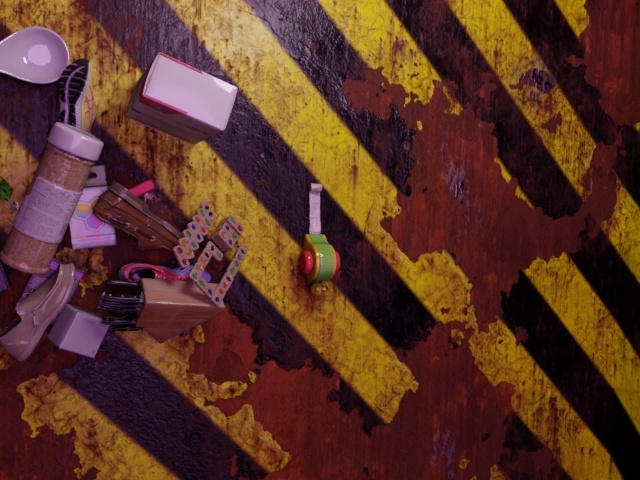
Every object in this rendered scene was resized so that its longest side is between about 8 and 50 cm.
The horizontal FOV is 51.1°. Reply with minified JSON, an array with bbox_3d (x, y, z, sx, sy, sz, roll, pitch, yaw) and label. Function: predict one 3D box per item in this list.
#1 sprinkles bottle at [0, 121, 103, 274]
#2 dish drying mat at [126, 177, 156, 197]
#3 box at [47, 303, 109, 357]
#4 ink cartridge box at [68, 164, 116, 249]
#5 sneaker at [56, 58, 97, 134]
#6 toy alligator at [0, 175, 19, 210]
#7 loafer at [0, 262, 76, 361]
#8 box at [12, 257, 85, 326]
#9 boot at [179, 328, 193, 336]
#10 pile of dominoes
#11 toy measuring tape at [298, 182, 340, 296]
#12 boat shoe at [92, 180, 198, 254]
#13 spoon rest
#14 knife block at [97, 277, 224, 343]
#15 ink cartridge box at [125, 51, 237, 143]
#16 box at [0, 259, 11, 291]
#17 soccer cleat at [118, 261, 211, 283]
[{"bbox_3d":[-0.641,-0.098,1.594,0.121,0.121,0.356,23,96,-23],"label":"sprinkles bottle"},{"bbox_3d":[-0.481,-0.134,1.778,0.083,0.008,0.032,-29,104,-19],"label":"dish drying mat"},{"bbox_3d":[-0.611,0.228,1.693,0.101,0.087,0.102,31,82,-43],"label":"box"},{"bbox_3d":[-0.589,-0.086,1.706,0.108,0.062,0.209,-7,96,-22],"label":"ink cartridge box"},{"bbox_3d":[-0.599,-0.348,1.673,0.094,0.081,0.209,-6,111,-67],"label":"sneaker"},{"bbox_3d":[-0.764,-0.125,1.601,0.051,0.189,0.056,-23,141,-57],"label":"toy alligator"},{"bbox_3d":[-0.691,0.165,1.629,0.092,0.102,0.269,33,83,-27],"label":"loafer"},{"bbox_3d":[-0.689,0.127,1.698,0.116,0.029,0.162,27,82,-22],"label":"box"},{"bbox_3d":[-0.349,0.211,1.846,0.106,0.037,0.114,6,89,-10],"label":"boot"},{"bbox_3d":[-0.280,0.023,1.777,0.196,0.040,0.251,50,35,-23],"label":"pile of dominoes"},{"bbox_3d":[0.000,0.000,1.939,0.121,0.121,0.330,0,94,-23],"label":"toy measuring tape"},{"bbox_3d":[-0.453,-0.025,1.727,0.307,0.110,0.104,43,77,-35],"label":"boat shoe"},{"bbox_3d":[-0.745,-0.431,1.601,0.276,0.084,0.137,-17,101,-20],"label":"spoon rest"},{"bbox_3d":[-0.417,0.149,1.707,0.275,0.088,0.242,-26,139,3],"label":"knife block"},{"bbox_3d":[-0.355,-0.343,1.668,0.207,0.283,0.117,20,82,-23],"label":"ink cartridge box"},{"bbox_3d":[-0.855,0.073,1.595,0.180,0.077,0.148,-19,102,-21],"label":"box"},{"bbox_3d":[-0.409,0.101,1.779,0.247,0.095,0.083,8,87,-23],"label":"soccer cleat"}]
